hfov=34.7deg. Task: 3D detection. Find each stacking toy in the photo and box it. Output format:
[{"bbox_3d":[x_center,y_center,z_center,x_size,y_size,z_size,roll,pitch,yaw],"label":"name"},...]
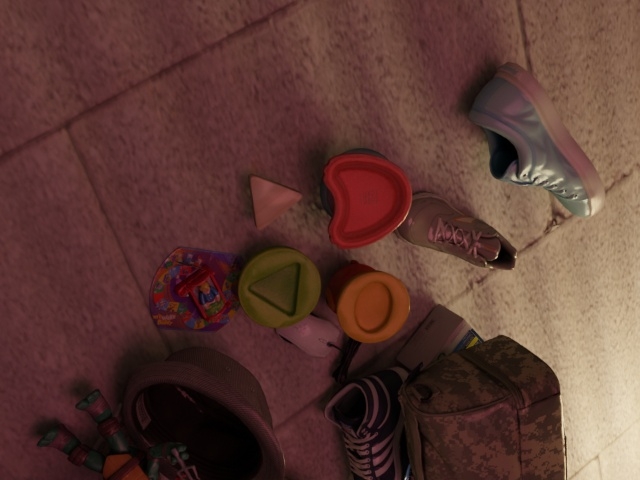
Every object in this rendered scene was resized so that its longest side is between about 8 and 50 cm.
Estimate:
[{"bbox_3d":[0.000,0.000,1.637,0.280,0.130,0.308,0,106,-13],"label":"stacking toy"}]

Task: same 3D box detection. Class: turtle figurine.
[{"bbox_3d":[-0.285,0.336,1.471,0.234,0.118,0.175,46,71,4],"label":"turtle figurine"}]

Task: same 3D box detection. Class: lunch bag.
[{"bbox_3d":[0.270,0.343,1.787,0.256,0.212,0.305,-20,120,-22],"label":"lunch bag"}]

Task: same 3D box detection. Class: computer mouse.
[{"bbox_3d":[0.002,0.169,1.722,0.193,0.042,0.106,30,91,-41],"label":"computer mouse"}]

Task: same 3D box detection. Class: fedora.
[{"bbox_3d":[-0.162,0.263,1.539,0.275,0.124,0.243,39,128,-6],"label":"fedora"}]

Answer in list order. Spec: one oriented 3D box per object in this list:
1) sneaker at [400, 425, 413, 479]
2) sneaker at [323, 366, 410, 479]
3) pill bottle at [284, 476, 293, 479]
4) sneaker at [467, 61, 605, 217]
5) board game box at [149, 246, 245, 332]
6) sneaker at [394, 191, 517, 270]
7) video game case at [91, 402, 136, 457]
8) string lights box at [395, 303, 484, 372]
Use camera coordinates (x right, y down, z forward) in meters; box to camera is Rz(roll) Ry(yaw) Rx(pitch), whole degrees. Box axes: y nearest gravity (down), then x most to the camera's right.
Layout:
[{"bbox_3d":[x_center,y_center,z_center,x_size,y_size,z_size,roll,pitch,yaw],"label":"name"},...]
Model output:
[{"bbox_3d":[0.176,0.409,1.940,0.090,0.081,0.232,21,95,-57],"label":"sneaker"},{"bbox_3d":[0.074,0.365,1.809,0.153,0.099,0.282,0,103,-50],"label":"sneaker"},{"bbox_3d":[-0.048,0.487,1.759,0.246,0.136,0.136,33,88,-41],"label":"pill bottle"},{"bbox_3d":[0.371,-0.143,1.820,0.150,0.135,0.366,-44,121,-4],"label":"sneaker"},{"bbox_3d":[-0.177,0.083,1.557,0.169,0.033,0.133,9,103,-39],"label":"board game box"},{"bbox_3d":[0.246,-0.010,1.776,0.262,0.121,0.099,14,99,-40],"label":"sneaker"},{"bbox_3d":[-0.285,0.308,1.587,0.122,0.011,0.087,32,88,-41],"label":"video game case"},{"bbox_3d":[0.266,0.247,1.929,0.133,0.077,0.260,-51,130,-7],"label":"string lights box"}]
